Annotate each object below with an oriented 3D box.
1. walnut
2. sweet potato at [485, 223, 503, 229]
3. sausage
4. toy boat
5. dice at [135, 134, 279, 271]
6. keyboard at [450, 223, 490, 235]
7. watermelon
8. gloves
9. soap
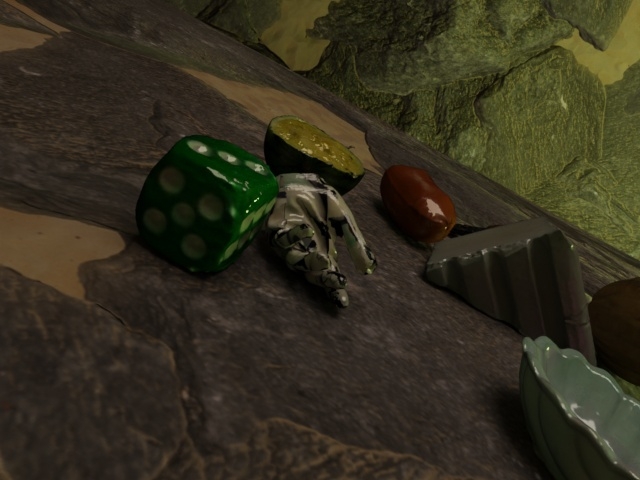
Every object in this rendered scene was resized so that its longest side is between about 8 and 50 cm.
[{"bbox_3d":[0.644,0.172,0.907,0.224,0.225,0.261,11,5,-38],"label":"walnut"},{"bbox_3d":[0.435,0.017,1.221,0.075,0.075,0.273,33,27,11],"label":"sweet potato"},{"bbox_3d":[0.212,-0.087,1.102,0.133,0.133,0.258,17,28,-26],"label":"sausage"},{"bbox_3d":[0.328,0.238,0.557,0.199,0.100,0.290,17,24,-26],"label":"toy boat"},{"bbox_3d":[-0.132,-0.044,0.587,0.120,0.131,0.128,32,21,3],"label":"dice"},{"bbox_3d":[0.404,-0.022,1.210,0.196,0.015,0.074,13,27,38],"label":"keyboard"},{"bbox_3d":[-0.022,-0.150,0.948,0.204,0.127,0.232,21,25,-17],"label":"watermelon"},{"bbox_3d":[-0.007,0.003,0.679,0.127,0.111,0.212,14,54,-43],"label":"gloves"},{"bbox_3d":[0.362,0.120,0.938,0.159,0.257,0.303,-61,134,-69],"label":"soap"}]
